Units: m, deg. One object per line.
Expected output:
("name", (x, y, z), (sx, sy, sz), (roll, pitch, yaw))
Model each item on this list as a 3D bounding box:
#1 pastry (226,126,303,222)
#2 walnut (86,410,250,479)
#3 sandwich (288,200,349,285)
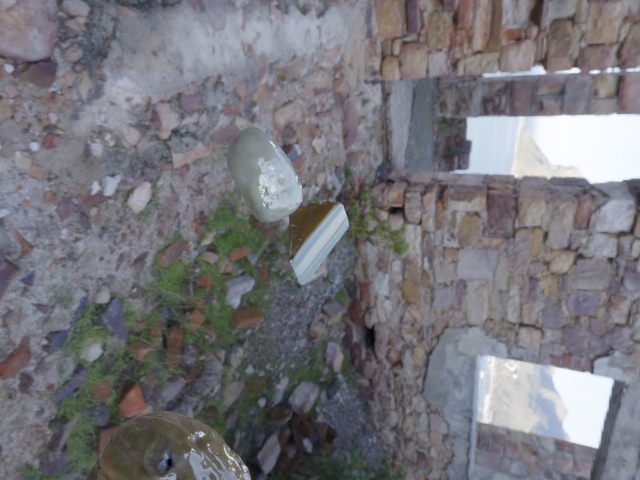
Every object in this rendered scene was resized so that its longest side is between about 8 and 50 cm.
("pastry", (-0.092, -0.103, 0.732), (0.092, 0.156, 0.156), (-27, 134, -8))
("walnut", (-0.198, 0.339, 0.614), (0.198, 0.244, 0.198), (-43, 146, -39))
("sandwich", (0.000, 0.000, 0.914), (0.163, 0.113, 0.079), (-93, 165, -52))
